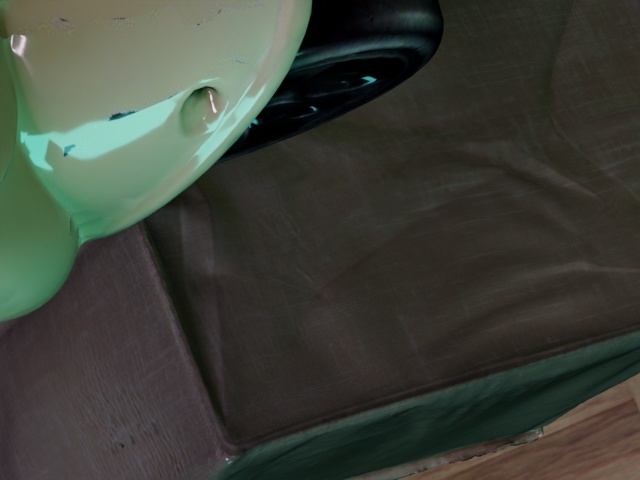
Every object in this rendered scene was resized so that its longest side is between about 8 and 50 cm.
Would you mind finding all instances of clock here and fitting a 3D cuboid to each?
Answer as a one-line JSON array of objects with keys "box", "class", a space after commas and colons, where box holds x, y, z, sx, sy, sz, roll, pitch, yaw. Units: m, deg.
[{"box": [-0.174, 0.001, 0.413, 0.379, 0.120, 0.276, -24, 174, 17], "class": "clock"}]

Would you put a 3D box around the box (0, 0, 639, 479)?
[{"box": [0.000, 0.000, 0.639, 0.231, 0.155, 0.149, -12, 163, -37], "class": "box"}]
